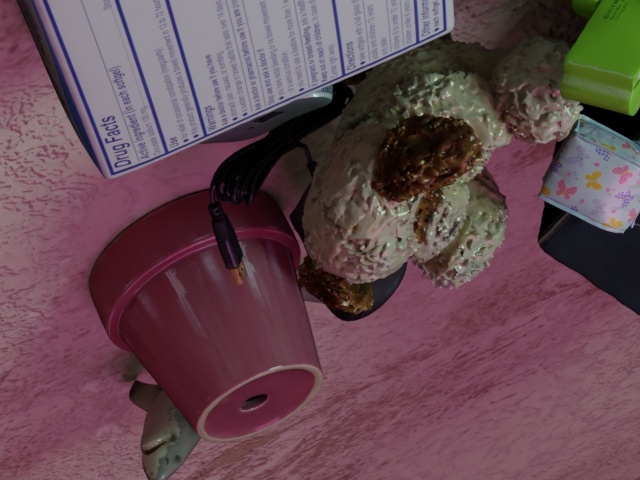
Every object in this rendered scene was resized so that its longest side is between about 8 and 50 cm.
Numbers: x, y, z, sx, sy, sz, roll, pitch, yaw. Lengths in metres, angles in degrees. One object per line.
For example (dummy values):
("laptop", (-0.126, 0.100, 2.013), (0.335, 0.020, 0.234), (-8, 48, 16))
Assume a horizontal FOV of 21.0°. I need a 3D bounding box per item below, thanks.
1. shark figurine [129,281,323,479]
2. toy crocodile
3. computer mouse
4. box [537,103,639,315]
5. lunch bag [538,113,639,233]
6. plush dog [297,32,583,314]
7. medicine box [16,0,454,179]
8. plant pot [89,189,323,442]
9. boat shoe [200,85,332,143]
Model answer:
("shark figurine", (-0.086, 0.143, 1.791), (0.278, 0.166, 0.116), (-47, 114, -10))
("toy crocodile", (0.289, -0.228, 1.381), (0.340, 0.115, 0.105), (-60, 148, -28))
("computer mouse", (0.000, 0.000, 1.534), (0.184, 0.060, 0.262), (-40, 133, -26))
("box", (0.529, -0.090, 1.525), (0.472, 0.297, 0.480), (34, 126, -10))
("lunch bag", (0.232, -0.052, 1.420), (0.071, 0.083, 0.053), (-64, 179, 30))
("plush dog", (0.064, -0.060, 1.397), (0.225, 0.211, 0.262), (-54, 174, -49))
("medicine box", (-0.068, -0.212, 1.169), (0.289, 0.149, 0.263), (-24, 153, -7))
("plant pot", (-0.091, 0.080, 1.617), (0.201, 0.180, 0.201), (-23, 152, -13))
("boat shoe", (-0.059, -0.134, 1.415), (0.065, 0.083, 0.183), (2, 168, -43))
